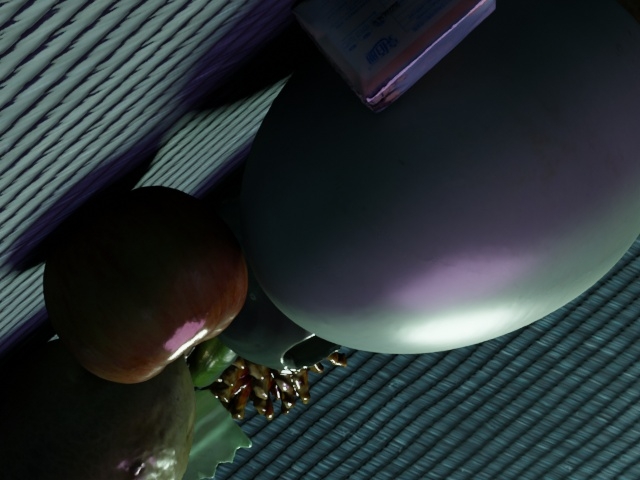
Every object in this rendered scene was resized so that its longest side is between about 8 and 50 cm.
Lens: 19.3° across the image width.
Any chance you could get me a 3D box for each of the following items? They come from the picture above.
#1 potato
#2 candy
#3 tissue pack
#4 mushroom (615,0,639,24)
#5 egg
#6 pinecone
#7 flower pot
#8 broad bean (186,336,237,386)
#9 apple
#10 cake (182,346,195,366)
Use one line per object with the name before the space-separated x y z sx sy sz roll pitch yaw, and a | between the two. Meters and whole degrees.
potato | -0.194 0.162 1.437 0.235 0.160 0.178 -35 -179 21
candy | -0.229 0.256 2.051 0.263 0.172 0.398 -34 179 -11
tissue pack | 0.042 -0.127 1.032 0.094 0.074 0.059 -39 170 2
mushroom | 0.268 -0.185 1.724 0.263 0.195 0.283 -26 151 -46
egg | 0.087 -0.052 1.191 0.371 0.230 0.230 -30 170 -48
pinecone | -0.066 0.113 2.133 0.195 0.179 0.150 -53 -155 -20
flower pot | 0.000 0.000 1.508 0.243 0.157 0.189 -39 178 -44
broad bean | -0.063 0.062 1.912 0.292 0.049 0.144 -49 173 19
apple | -0.105 0.024 1.119 0.126 0.102 0.126 -35 178 -1
cake | -0.156 0.081 1.837 0.225 0.090 0.109 -61 -174 -33
